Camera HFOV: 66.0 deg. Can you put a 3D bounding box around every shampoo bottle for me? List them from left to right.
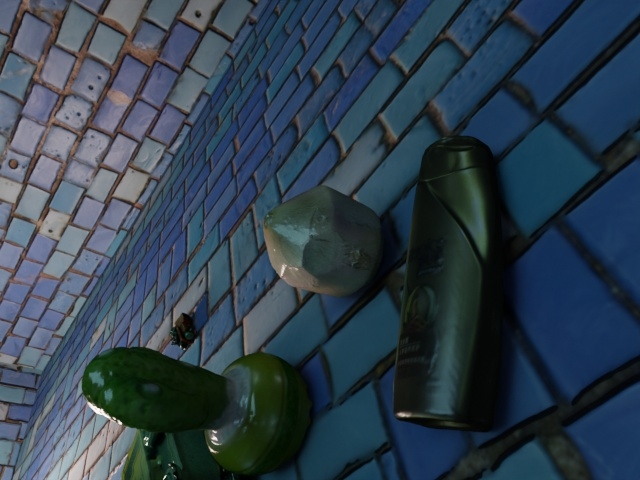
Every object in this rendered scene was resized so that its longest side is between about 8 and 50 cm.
[{"bbox_3d":[0.153,0.034,0.578,0.126,0.084,0.350,-23,50,52],"label":"shampoo bottle"}]

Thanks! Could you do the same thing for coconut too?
[{"bbox_3d":[0.000,0.000,0.740,0.171,0.183,0.170,-37,43,44],"label":"coconut"}]

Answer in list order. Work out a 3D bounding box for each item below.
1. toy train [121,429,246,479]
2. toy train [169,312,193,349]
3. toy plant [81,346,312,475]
[{"bbox_3d":[-0.249,0.436,0.868,0.369,0.150,0.237,31,104,60],"label":"toy train"},{"bbox_3d":[-0.352,0.236,1.264,0.064,0.044,0.103,-53,31,1],"label":"toy train"},{"bbox_3d":[-0.186,0.228,0.732,0.224,0.316,0.184,17,80,58],"label":"toy plant"}]
